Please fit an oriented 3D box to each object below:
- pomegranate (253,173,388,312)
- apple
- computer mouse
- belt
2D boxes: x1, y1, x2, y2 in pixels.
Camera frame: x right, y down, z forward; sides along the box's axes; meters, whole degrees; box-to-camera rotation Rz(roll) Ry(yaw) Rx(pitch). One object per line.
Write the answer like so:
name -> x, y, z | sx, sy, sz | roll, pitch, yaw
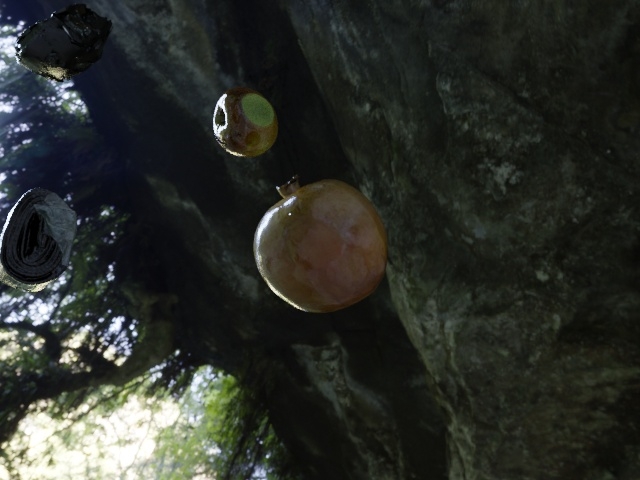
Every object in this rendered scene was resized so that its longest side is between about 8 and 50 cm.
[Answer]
pomegranate -> 0.000, 0.000, 1.122 | 0.320, 0.319, 0.319 | 9, -50, 11
apple -> -0.183, -0.286, 1.239 | 0.147, 0.163, 0.146 | -1, -17, -37
computer mouse -> -0.421, -0.325, 0.851 | 0.147, 0.241, 0.077 | -30, -70, 18
belt -> -0.804, -0.005, 1.430 | 0.184, 0.288, 0.164 | 16, -25, -33
